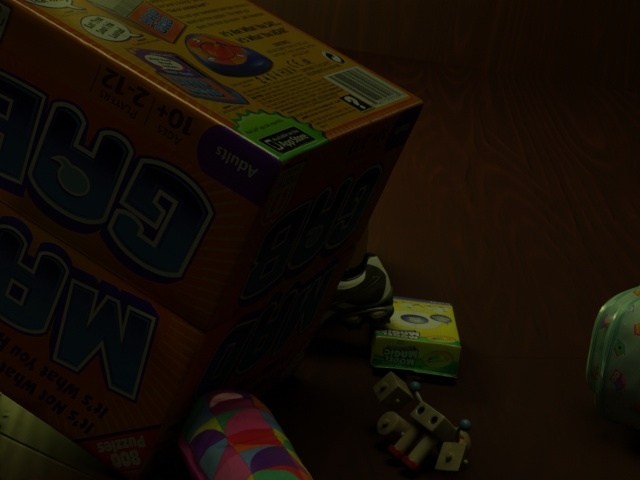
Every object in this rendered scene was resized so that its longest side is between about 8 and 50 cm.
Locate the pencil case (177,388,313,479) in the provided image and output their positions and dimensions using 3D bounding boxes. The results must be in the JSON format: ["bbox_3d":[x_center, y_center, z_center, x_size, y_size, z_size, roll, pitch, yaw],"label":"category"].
[{"bbox_3d":[-0.059,0.216,1.349,0.104,0.104,0.236,3,17,-18],"label":"pencil case"}]

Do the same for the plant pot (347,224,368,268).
[{"bbox_3d":[-0.112,-0.038,1.880,0.203,0.291,0.291,-25,34,-33],"label":"plant pot"}]

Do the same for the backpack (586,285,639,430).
[{"bbox_3d":[0.377,0.131,1.713,0.144,0.166,0.188,18,16,32],"label":"backpack"}]

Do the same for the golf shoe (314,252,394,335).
[{"bbox_3d":[-0.014,0.066,1.804,0.198,0.094,0.077,-14,20,-7],"label":"golf shoe"}]

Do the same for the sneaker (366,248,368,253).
[{"bbox_3d":[0.000,0.000,2.096,0.123,0.109,0.295,-11,17,2],"label":"sneaker"}]

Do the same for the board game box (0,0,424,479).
[{"bbox_3d":[-0.175,-0.047,1.553,0.356,0.356,0.356,32,24,14],"label":"board game box"}]

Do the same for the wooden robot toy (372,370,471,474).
[{"bbox_3d":[0.114,0.204,1.566,0.079,0.076,0.173,40,-3,-35],"label":"wooden robot toy"}]

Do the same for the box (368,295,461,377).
[{"bbox_3d":[0.110,0.115,1.845,0.105,0.043,0.179,7,19,-2],"label":"box"}]
